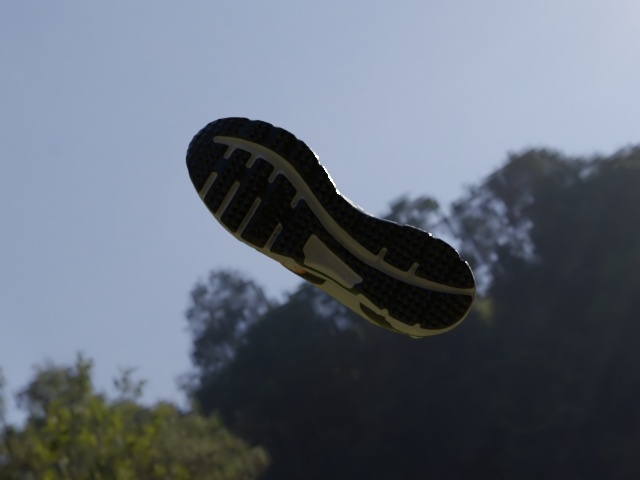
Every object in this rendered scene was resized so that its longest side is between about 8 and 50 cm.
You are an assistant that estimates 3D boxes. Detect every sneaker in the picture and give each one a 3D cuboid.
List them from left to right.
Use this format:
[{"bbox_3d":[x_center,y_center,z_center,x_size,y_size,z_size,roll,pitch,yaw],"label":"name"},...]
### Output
[{"bbox_3d":[0.000,0.000,0.556,0.040,0.109,0.044,-52,-8,-13],"label":"sneaker"}]
